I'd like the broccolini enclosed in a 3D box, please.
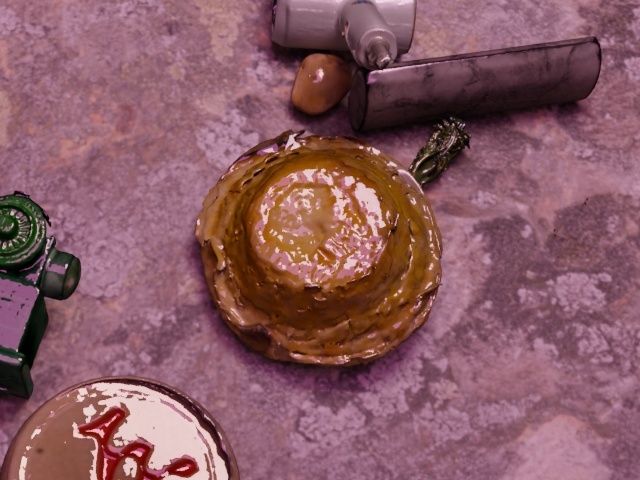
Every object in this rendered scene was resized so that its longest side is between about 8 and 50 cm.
[{"bbox_3d":[0.097,-0.053,1.770,0.054,0.051,0.239,38,73,6],"label":"broccolini"}]

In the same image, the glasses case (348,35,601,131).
[{"bbox_3d":[0.187,-0.191,1.802,0.299,0.114,0.060,-9,68,-12],"label":"glasses case"}]

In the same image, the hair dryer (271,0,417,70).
[{"bbox_3d":[0.040,-0.245,1.708,0.173,0.357,0.107,1,108,-6],"label":"hair dryer"}]

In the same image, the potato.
[{"bbox_3d":[-0.001,-0.191,1.810,0.068,0.062,0.083,28,86,28],"label":"potato"}]

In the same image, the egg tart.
[{"bbox_3d":[0.000,0.000,1.670,0.295,0.116,0.294,-1,71,1],"label":"egg tart"}]

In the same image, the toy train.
[{"bbox_3d":[-0.398,0.039,1.597,0.266,0.145,0.201,16,67,0],"label":"toy train"}]

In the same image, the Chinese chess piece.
[{"bbox_3d":[-0.208,0.264,1.542,0.250,0.103,0.249,4,63,-8],"label":"Chinese chess piece"}]
